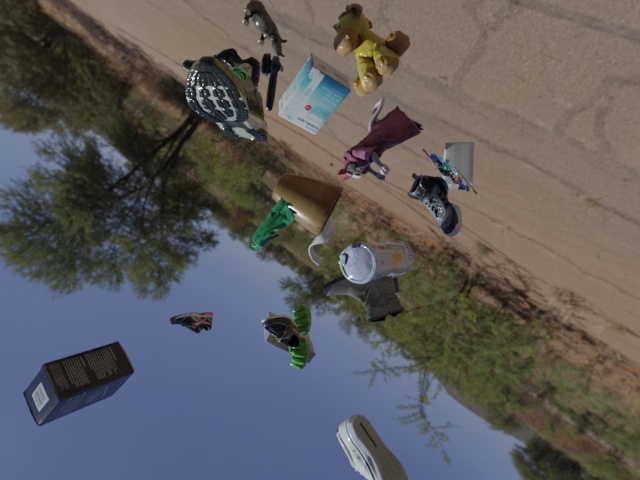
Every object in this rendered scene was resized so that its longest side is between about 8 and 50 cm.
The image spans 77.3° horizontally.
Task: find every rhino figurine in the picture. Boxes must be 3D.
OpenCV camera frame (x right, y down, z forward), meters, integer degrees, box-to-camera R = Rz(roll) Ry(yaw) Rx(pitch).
[{"bbox_3d":[-0.206,-0.815,1.552,0.073,0.106,0.243,-5,147,36],"label":"rhino figurine"}]

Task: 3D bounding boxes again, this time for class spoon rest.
[{"bbox_3d":[0.000,0.000,1.929,0.084,0.137,0.276,25,132,8],"label":"spoon rest"}]

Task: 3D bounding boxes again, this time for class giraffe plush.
[{"bbox_3d":[0.109,-0.500,1.010,0.171,0.210,0.181,34,143,-20],"label":"giraffe plush"}]

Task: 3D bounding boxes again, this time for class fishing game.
[{"bbox_3d":[0.450,-0.234,1.415,0.189,0.041,0.264,39,-168,-29],"label":"fishing game"}]

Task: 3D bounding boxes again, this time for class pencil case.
[{"bbox_3d":[0.171,0.059,1.181,0.124,0.113,0.273,-9,176,37],"label":"pencil case"}]

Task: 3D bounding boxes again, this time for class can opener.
[{"bbox_3d":[-0.168,-0.542,1.377,0.073,0.185,0.059,7,-164,4],"label":"can opener"}]

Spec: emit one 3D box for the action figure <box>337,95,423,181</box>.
[{"bbox_3d":[0.199,-0.369,1.535,0.275,0.370,0.248,53,170,0],"label":"action figure"}]

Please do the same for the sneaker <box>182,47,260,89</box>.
[{"bbox_3d":[-0.349,-0.630,1.436,0.284,0.124,0.107,15,-158,3],"label":"sneaker"}]

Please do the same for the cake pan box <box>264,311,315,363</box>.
[{"bbox_3d":[-0.160,0.470,1.973,0.246,0.070,0.267,33,-176,-16],"label":"cake pan box"}]

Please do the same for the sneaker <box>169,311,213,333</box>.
[{"bbox_3d":[-0.475,0.312,1.505,0.072,0.077,0.178,-21,162,38],"label":"sneaker"}]

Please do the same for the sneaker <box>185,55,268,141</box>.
[{"bbox_3d":[-0.241,-0.410,1.086,0.158,0.181,0.410,4,176,4],"label":"sneaker"}]

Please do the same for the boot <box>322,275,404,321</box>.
[{"bbox_3d":[0.141,0.190,1.300,0.083,0.247,0.161,92,166,-64],"label":"boot"}]

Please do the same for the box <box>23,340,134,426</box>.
[{"bbox_3d":[-0.649,0.382,1.085,0.108,0.153,0.207,53,-155,16],"label":"box"}]

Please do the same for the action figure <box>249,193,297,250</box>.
[{"bbox_3d":[-0.183,-0.044,1.464,0.064,0.232,0.137,28,-155,-42],"label":"action figure"}]

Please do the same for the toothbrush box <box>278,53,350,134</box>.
[{"bbox_3d":[-0.034,-0.682,1.892,0.217,0.295,0.126,22,-134,-29],"label":"toothbrush box"}]

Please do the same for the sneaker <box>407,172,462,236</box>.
[{"bbox_3d":[0.399,-0.134,1.432,0.153,0.101,0.268,12,-131,-26],"label":"sneaker"}]

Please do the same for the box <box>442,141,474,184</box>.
[{"bbox_3d":[0.597,-0.322,1.747,0.119,0.180,0.182,2,-178,14],"label":"box"}]

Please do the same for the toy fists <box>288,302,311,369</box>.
[{"bbox_3d":[-0.088,0.409,1.725,0.096,0.278,0.142,4,177,-5],"label":"toy fists"}]

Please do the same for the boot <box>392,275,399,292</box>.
[{"bbox_3d":[0.243,0.172,1.658,0.069,0.085,0.190,-12,-174,-37],"label":"boot"}]

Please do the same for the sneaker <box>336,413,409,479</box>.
[{"bbox_3d":[0.135,0.568,1.016,0.094,0.091,0.258,-14,-114,-48],"label":"sneaker"}]

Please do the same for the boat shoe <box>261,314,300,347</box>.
[{"bbox_3d":[-0.128,0.314,1.381,0.233,0.084,0.079,53,-163,-57],"label":"boat shoe"}]

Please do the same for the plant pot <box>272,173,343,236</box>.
[{"bbox_3d":[-0.066,-0.178,1.707,0.255,0.236,0.237,28,178,3],"label":"plant pot"}]
